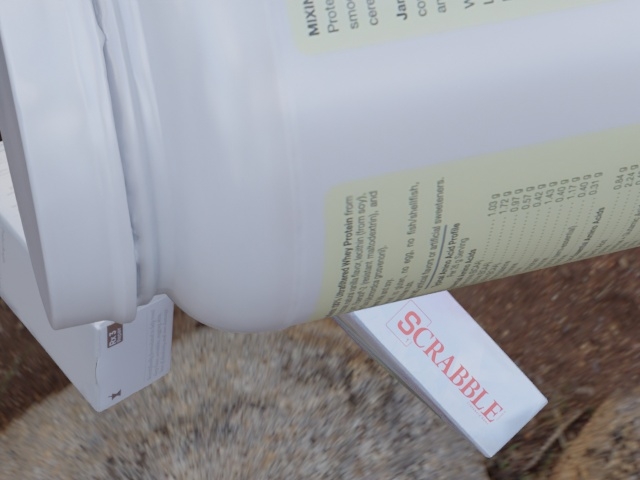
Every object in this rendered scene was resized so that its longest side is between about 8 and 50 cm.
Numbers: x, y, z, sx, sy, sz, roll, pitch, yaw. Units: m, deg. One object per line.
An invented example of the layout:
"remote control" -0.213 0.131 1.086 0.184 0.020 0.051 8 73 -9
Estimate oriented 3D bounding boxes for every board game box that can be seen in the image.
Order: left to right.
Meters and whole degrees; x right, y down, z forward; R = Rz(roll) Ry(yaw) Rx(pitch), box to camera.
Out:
"board game box" 0.000 0.000 1.253 0.066 0.318 0.318 -45 107 -4

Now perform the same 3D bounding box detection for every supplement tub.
"supplement tub" 0.031 -0.095 0.651 0.325 0.235 0.235 -12 79 -12

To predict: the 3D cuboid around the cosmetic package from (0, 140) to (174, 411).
"cosmetic package" -0.222 0.023 1.391 0.085 0.117 0.231 -28 58 -29
